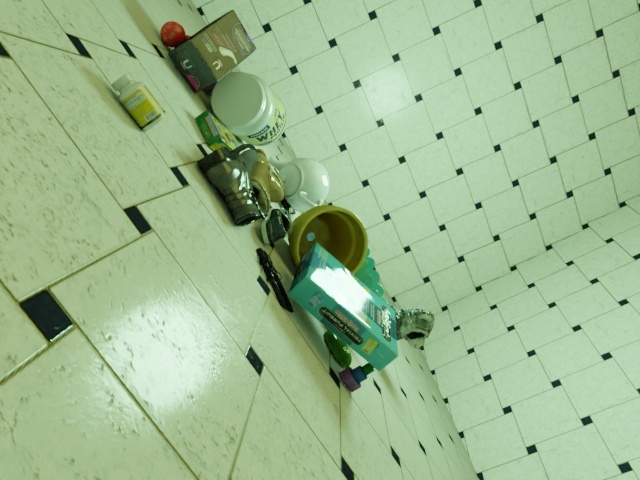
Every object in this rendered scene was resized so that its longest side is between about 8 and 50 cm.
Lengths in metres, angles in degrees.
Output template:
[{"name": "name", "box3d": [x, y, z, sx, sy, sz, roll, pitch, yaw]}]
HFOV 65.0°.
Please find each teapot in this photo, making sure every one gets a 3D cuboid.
[{"name": "teapot", "box3d": [-0.096, -0.242, 2.143, 0.187, 0.256, 0.252, 10, 79, -49]}]

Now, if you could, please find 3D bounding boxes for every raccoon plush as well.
[{"name": "raccoon plush", "box3d": [0.272, 0.266, 2.086, 0.446, 0.299, 0.216, 58, 8, 2]}]

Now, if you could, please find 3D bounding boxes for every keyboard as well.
[{"name": "keyboard", "box3d": [-0.116, 0.097, 1.346, 0.192, 0.038, 0.100, 61, 9, 29]}]

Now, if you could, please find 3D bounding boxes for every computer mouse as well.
[{"name": "computer mouse", "box3d": [-0.175, -0.182, 1.979, 0.184, 0.060, 0.262, 56, -4, 15]}]

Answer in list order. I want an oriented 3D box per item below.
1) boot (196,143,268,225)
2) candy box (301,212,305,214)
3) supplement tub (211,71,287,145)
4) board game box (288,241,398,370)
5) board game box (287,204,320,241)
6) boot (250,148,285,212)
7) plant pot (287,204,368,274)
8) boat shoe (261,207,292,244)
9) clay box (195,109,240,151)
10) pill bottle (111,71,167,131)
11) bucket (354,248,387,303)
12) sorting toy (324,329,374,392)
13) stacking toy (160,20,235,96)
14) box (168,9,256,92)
[{"name": "boot", "box3d": [-0.225, -0.154, 1.454, 0.223, 0.118, 0.338, 60, 19, -6]}, {"name": "candy box", "box3d": [-0.002, -0.097, 2.503, 0.206, 0.105, 0.027, 51, 10, -40]}, {"name": "supplement tub", "box3d": [-0.276, -0.514, 1.978, 0.235, 0.235, 0.325, 58, 8, 5]}, {"name": "board game box", "box3d": [0.073, 0.182, 1.444, 0.336, 0.079, 0.254, 42, 20, -9]}, {"name": "board game box", "box3d": [-0.024, -0.039, 1.963, 0.047, 0.160, 0.210, 62, 8, 29]}, {"name": "boot", "box3d": [-0.195, -0.171, 1.744, 0.236, 0.089, 0.269, 59, 12, -32]}, {"name": "plant pot", "box3d": [0.000, 0.000, 1.707, 0.254, 0.254, 0.239, 55, -11, -19]}, {"name": "boat shoe", "box3d": [-0.130, -0.053, 1.580, 0.254, 0.079, 0.095, -73, 154, -79]}, {"name": "clay box", "box3d": [-0.317, -0.324, 1.665, 0.127, 0.053, 0.222, 61, 10, 20]}, {"name": "pill bottle", "box3d": [-0.393, -0.301, 1.087, 0.116, 0.065, 0.065, 55, 8, -22]}, {"name": "bucket", "box3d": [0.121, 0.161, 1.837, 0.281, 0.183, 0.281, -20, 90, -79]}, {"name": "sorting toy", "box3d": [0.090, 0.289, 1.540, 0.127, 0.126, 0.365, 52, 9, -34]}, {"name": "stacking toy", "box3d": [-0.475, -0.702, 1.919, 0.330, 0.141, 0.141, 41, 18, -48]}, {"name": "box", "box3d": [-0.386, -0.684, 1.816, 0.165, 0.143, 0.270, 57, 46, -26]}]
